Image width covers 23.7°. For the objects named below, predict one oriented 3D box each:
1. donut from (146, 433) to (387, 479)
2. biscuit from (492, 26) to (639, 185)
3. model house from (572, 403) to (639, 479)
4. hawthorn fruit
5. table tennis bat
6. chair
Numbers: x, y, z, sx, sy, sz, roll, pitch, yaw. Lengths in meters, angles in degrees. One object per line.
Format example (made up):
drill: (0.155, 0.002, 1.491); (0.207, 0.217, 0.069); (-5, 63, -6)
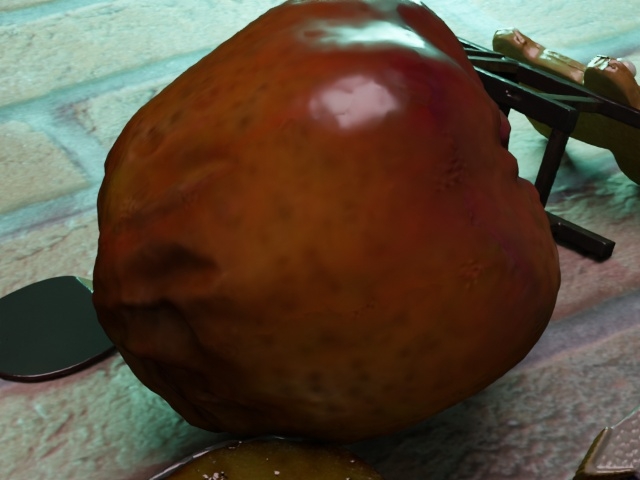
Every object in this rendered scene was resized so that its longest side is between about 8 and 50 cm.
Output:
donut: (-0.057, 0.292, 1.315); (0.272, 0.107, 0.272); (-3, 35, 2)
biscuit: (0.365, -0.156, 1.876); (0.047, 0.216, 0.339); (-48, 43, -14)
model house: (0.299, 0.221, 1.454); (0.100, 0.088, 0.101); (-34, 77, -9)
hawthorn fruit: (0.000, 0.000, 1.479); (0.471, 0.472, 0.472); (1, 35, -1)
table tennis bat: (-0.257, 0.076, 1.680); (0.274, 0.021, 0.154); (-26, 44, -31)
chair: (0.145, -0.136, 1.796); (0.416, 0.203, 0.240); (27, 21, 32)
